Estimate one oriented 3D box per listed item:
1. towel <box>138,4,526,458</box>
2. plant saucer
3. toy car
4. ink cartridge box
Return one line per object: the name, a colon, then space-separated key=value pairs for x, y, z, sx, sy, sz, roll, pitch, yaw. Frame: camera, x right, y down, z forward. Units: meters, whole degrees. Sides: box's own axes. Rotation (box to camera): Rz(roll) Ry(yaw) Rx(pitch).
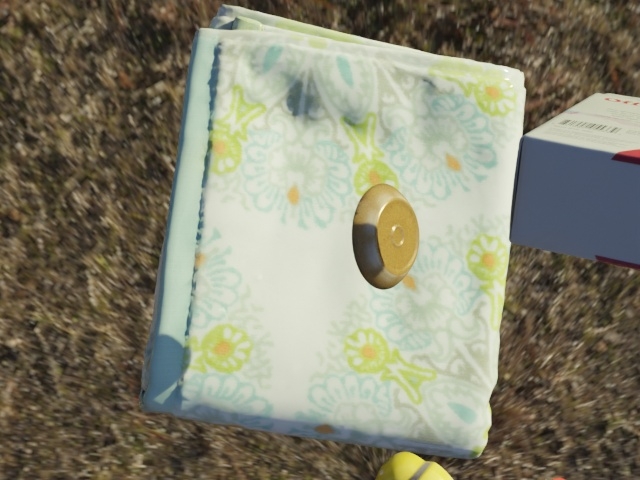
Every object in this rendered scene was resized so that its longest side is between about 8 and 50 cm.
towel: x=0.018 y=-0.007 z=1.166 sx=0.321 sy=0.090 sz=0.374 roll=10 pitch=81 yaw=-10
plant saucer: x=0.055 y=-0.003 z=0.998 sx=0.015 sy=0.083 sz=0.083 roll=-1 pitch=76 yaw=39
toy car: x=0.174 y=0.341 z=1.381 sx=0.239 sy=0.053 sz=0.225 roll=11 pitch=58 yaw=-6
ink cartridge box: x=0.213 y=-0.040 z=0.840 sx=0.127 sy=0.175 sz=0.072 roll=13 pitch=110 yaw=24
